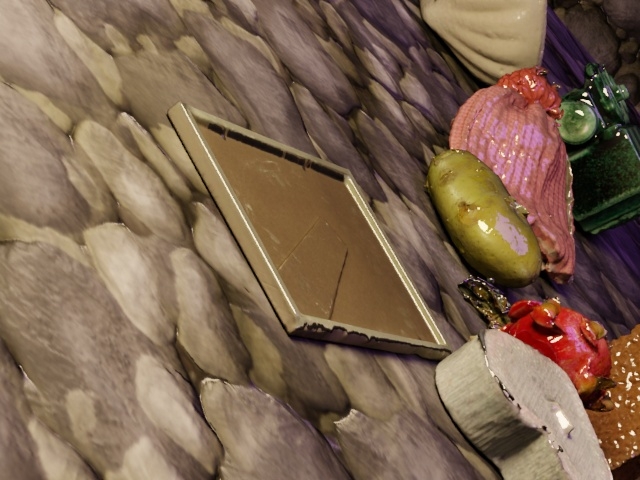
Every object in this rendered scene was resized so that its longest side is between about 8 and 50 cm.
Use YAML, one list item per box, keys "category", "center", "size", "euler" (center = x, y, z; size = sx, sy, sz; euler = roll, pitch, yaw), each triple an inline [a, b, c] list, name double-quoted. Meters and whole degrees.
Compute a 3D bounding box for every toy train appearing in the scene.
- category: "toy train"
  center: [0.405, -0.133, 2.294]
  size: [0.238, 0.167, 0.299]
  euler: [64, 17, 3]

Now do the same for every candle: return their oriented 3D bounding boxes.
- category: "candle"
  center: [0.184, 0.157, 1.352]
  size: [0.192, 0.068, 0.168]
  euler: [54, 21, -2]

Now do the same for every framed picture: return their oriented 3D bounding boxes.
- category: "framed picture"
  center: [0.000, 0.000, 1.284]
  size: [0.289, 0.016, 0.213]
  euler: [16, 40, -61]

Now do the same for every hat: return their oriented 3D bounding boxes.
- category: "hat"
  center: [0.241, -0.102, 1.903]
  size: [0.236, 0.107, 0.286]
  euler: [40, 45, -33]

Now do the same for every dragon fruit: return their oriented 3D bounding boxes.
- category: "dragon fruit"
  center: [0.217, 0.118, 1.458]
  size: [0.068, 0.112, 0.126]
  euler: [-42, 122, -59]

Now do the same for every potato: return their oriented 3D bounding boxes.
- category: "potato"
  center: [0.173, -0.030, 1.651]
  size: [0.105, 0.085, 0.188]
  euler: [35, 20, -47]

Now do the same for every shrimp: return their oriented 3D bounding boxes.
- category: "shrimp"
  center: [0.197, 0.100, 1.544]
  size: [0.161, 0.034, 0.091]
  euler: [49, 19, -13]

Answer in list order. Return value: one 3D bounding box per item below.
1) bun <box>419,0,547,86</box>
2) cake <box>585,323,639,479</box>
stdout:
- category: "bun"
  center: [0.235, -0.350, 2.286]
  size: [0.263, 0.175, 0.263]
  euler: [178, -90, -88]
- category: "cake"
  center: [0.343, 0.184, 1.599]
  size: [0.147, 0.134, 0.135]
  euler: [45, 18, -50]
